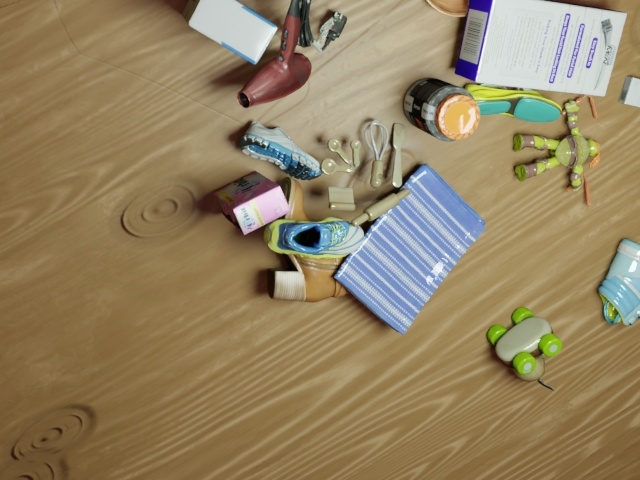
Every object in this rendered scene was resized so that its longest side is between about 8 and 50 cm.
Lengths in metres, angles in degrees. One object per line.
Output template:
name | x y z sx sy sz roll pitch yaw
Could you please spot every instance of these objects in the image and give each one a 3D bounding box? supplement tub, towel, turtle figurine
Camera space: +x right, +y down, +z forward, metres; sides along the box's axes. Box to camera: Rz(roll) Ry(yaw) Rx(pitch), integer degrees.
supplement tub | 0.259 -0.277 1.738 0.117 0.190 0.117 -4 109 -12
towel | 0.212 0.022 1.863 0.243 0.040 0.336 42 82 -27
turtle figurine | 0.563 -0.192 1.898 0.217 0.087 0.270 -10 110 -11

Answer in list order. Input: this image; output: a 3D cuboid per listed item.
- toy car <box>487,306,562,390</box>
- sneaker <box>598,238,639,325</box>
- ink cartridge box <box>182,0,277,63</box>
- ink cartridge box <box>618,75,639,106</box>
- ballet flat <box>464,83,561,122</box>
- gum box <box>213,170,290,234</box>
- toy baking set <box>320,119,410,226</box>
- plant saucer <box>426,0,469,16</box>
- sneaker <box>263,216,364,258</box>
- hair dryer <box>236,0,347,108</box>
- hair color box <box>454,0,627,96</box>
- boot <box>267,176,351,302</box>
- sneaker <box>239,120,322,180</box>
toy car | 0.525 0.290 2.024 0.149 0.155 0.188 -34 122 -1
sneaker | 0.835 0.152 2.065 0.319 0.127 0.208 30 97 -11
ink cartridge box | -0.179 -0.424 1.575 0.148 0.203 0.086 27 102 -20
ink cartridge box | 0.766 -0.343 1.930 0.115 0.029 0.063 9 105 -18
ballet flat | 0.426 -0.316 1.830 0.230 0.077 0.077 3 149 -9
gum box | -0.148 -0.083 1.709 0.107 0.188 0.062 -28 112 -12
toy baking set | 0.112 -0.152 1.770 0.256 0.030 0.197 -26 97 -25
plant saucer | 0.291 -0.576 1.729 0.199 0.037 0.200 -4 108 -13
sneaker | 0.008 0.001 1.703 0.240 0.126 0.091 -2 97 -30
hair dryer | -0.073 -0.385 1.630 0.294 0.080 0.223 -58 154 -1
hair color box | 0.474 -0.425 1.768 0.338 0.110 0.185 2 111 -20
boot | 0.000 0.000 1.819 0.220 0.109 0.284 -1 97 -21
sneaker | -0.074 -0.198 1.742 0.190 0.083 0.071 27 143 -16
